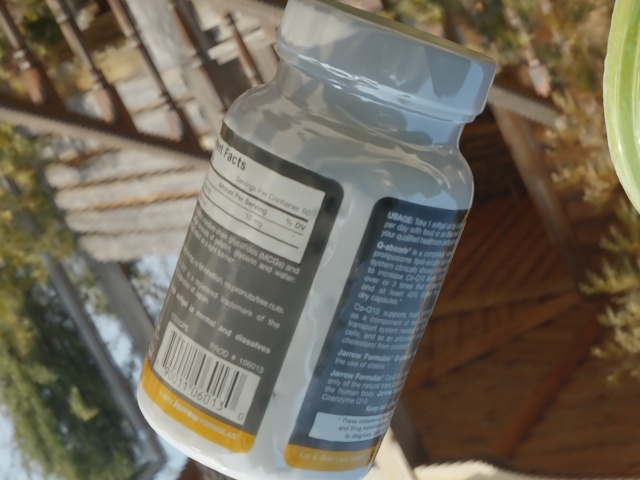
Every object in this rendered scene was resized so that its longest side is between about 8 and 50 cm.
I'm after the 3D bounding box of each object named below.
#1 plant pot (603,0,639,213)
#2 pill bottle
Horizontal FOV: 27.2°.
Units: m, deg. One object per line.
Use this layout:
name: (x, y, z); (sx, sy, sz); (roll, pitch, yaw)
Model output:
plant pot: (0.313, -0.064, 0.580); (0.276, 0.276, 0.254); (-30, -143, -14)
pill bottle: (0.000, 0.000, 0.814); (0.162, 0.162, 0.278); (-90, -161, -77)
